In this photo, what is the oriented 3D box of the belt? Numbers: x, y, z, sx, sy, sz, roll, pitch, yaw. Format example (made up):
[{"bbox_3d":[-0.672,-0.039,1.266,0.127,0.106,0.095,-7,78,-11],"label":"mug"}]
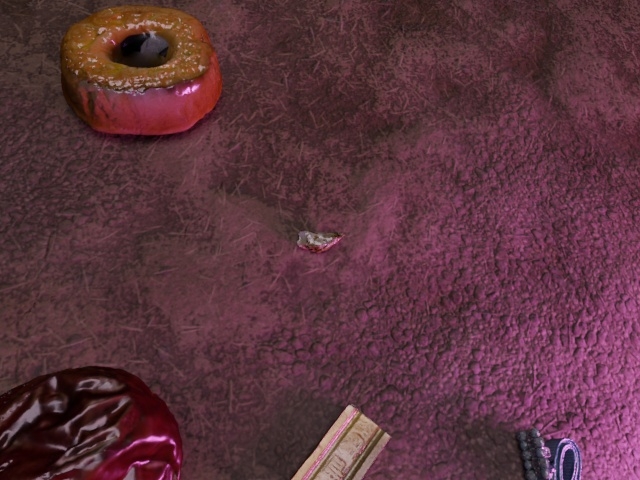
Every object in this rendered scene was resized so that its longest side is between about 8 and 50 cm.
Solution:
[{"bbox_3d":[0.386,0.417,0.979,0.100,0.065,0.179,18,59,-12],"label":"belt"}]

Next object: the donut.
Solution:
[{"bbox_3d":[-0.363,-0.349,1.199,0.299,0.150,0.317,41,63,8],"label":"donut"}]

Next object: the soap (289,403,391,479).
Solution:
[{"bbox_3d":[0.007,0.387,0.938,0.092,0.037,0.252,38,63,11],"label":"soap"}]

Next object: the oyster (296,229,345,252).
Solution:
[{"bbox_3d":[0.001,0.002,1.145,0.093,0.034,0.051,3,45,4],"label":"oyster"}]

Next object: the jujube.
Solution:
[{"bbox_3d":[-0.369,0.333,0.761,0.377,0.276,0.276,-34,73,-31],"label":"jujube"}]
